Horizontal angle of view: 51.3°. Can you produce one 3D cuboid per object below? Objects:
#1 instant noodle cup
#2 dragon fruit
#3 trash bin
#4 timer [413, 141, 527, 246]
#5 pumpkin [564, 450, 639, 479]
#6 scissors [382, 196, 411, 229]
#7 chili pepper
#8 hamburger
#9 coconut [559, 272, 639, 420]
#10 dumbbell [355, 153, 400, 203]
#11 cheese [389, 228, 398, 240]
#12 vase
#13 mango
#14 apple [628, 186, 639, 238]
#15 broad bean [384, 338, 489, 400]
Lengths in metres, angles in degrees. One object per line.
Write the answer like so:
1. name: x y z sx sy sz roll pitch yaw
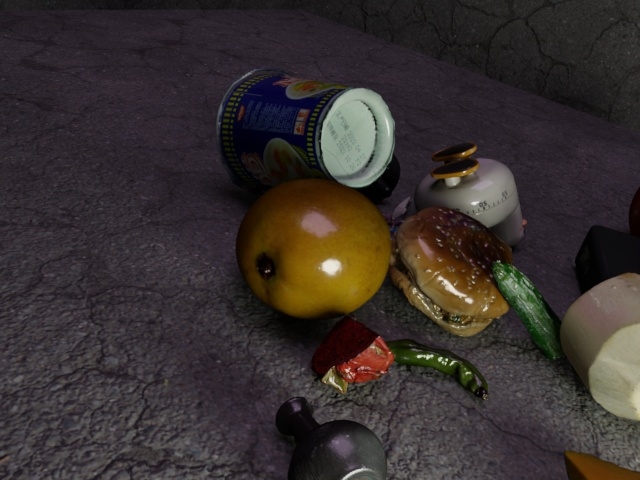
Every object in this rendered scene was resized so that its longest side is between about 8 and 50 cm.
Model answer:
1. instant noodle cup: -0.022 -0.215 1.376 0.284 0.284 0.312 -11 16 -37
2. dragon fruit: 0.047 0.182 0.995 0.106 0.083 0.162 -42 18 -9
3. trash bin: 0.637 0.085 1.395 0.165 0.115 0.225 18 32 7
4. timer: 0.338 -0.080 1.520 0.234 0.240 0.233 -17 22 7
5. pumpkin: 0.372 0.359 0.775 0.131 0.125 0.248 5 9 1
6. scissors: 0.182 -0.064 1.554 0.086 0.022 0.176 20 31 15
7. chili pepper: 0.353 0.110 1.137 0.227 0.059 0.088 46 27 -27
8. hamburger: 0.247 0.051 1.225 0.286 0.146 0.243 4 47 -42
9. coconut: 0.509 0.164 1.078 0.241 0.241 0.241 10 28 -6
10. dumbbell: 0.093 -0.188 1.616 0.143 0.143 0.325 -1 31 -25
11. cheese: 0.145 0.007 1.391 0.095 0.038 0.145 32 32 33
12. vase: 0.002 0.255 0.810 0.120 0.120 0.183 -1 16 -25
13. mango: 0.000 0.000 1.163 0.264 0.221 0.378 16 17 14
14. apple: 0.895 -0.052 1.638 0.261 0.216 0.260 11 29 -6
15. broad bean: 0.180 0.193 1.059 0.195 0.046 0.061 23 27 15
